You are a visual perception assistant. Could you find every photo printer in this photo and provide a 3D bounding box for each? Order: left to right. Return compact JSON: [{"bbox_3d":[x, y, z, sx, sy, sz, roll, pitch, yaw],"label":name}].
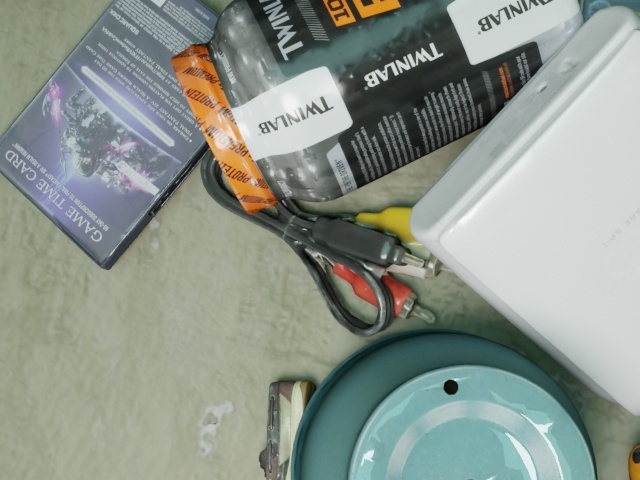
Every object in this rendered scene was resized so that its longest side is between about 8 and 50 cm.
[{"bbox_3d":[0.267,-0.007,0.970,0.307,0.107,0.256,41,98,-21],"label":"photo printer"}]

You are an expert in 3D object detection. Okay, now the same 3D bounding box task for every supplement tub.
[{"bbox_3d":[0.050,-0.168,1.030,0.338,0.207,0.207,-27,78,0],"label":"supplement tub"}]

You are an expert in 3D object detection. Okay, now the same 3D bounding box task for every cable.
[{"bbox_3d":[0.000,0.000,1.121,0.287,0.072,0.139,22,94,25],"label":"cable"}]

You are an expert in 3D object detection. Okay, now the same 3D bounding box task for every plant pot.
[{"bbox_3d":[0.107,0.197,0.932,0.272,0.255,0.271,0,80,0],"label":"plant pot"}]

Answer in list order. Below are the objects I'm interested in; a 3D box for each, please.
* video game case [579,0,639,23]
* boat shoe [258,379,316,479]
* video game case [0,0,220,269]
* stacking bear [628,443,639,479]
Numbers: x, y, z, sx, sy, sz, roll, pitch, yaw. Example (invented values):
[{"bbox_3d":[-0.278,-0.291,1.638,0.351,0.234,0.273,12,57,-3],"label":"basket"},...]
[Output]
[{"bbox_3d":[0.339,-0.156,1.080,0.191,0.022,0.173,6,83,12],"label":"video game case"},{"bbox_3d":[-0.034,0.210,1.090,0.049,0.056,0.152,3,79,23],"label":"boat shoe"},{"bbox_3d":[-0.199,-0.133,1.169,0.196,0.026,0.274,40,92,21],"label":"video game case"},{"bbox_3d":[0.295,0.292,0.962,0.164,0.175,0.289,24,77,-8],"label":"stacking bear"}]
